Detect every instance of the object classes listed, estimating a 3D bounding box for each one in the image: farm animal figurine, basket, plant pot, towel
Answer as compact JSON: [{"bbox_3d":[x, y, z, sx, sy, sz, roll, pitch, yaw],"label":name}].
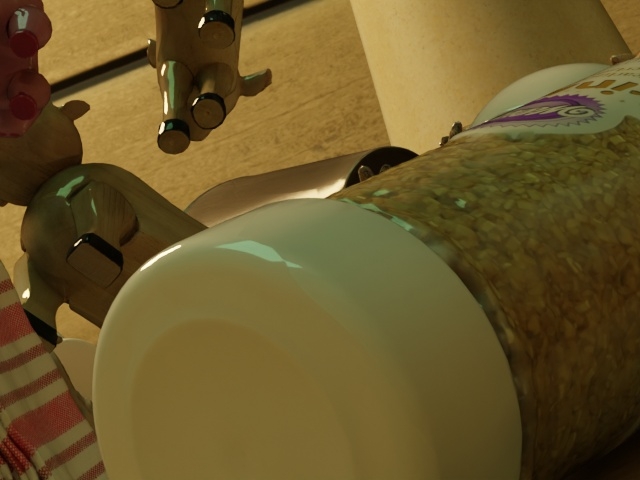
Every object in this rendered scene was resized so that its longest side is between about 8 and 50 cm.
[{"bbox_3d":[-0.131,-0.030,1.132,0.330,0.327,0.172,-27,27,17],"label":"farm animal figurine"},{"bbox_3d":[0.000,0.000,1.709,0.204,0.154,0.227,-26,6,-37],"label":"basket"},{"bbox_3d":[0.184,-0.177,1.985,0.334,0.305,0.334,-23,1,1],"label":"plant pot"},{"bbox_3d":[-0.150,0.059,0.922,0.029,0.197,0.144,-29,1,5],"label":"towel"}]

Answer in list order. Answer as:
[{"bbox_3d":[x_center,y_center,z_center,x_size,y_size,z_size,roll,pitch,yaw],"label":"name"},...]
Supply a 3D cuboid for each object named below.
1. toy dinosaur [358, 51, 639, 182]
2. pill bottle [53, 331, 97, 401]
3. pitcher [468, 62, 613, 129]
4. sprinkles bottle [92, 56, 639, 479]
[{"bbox_3d":[0.134,-0.030,1.266,0.296,0.127,0.200,-27,0,32],"label":"toy dinosaur"},{"bbox_3d":[-0.251,0.119,1.425,0.221,0.124,0.124,-4,16,47],"label":"pill bottle"},{"bbox_3d":[0.139,-0.014,1.032,0.178,0.125,0.207,-45,-19,25],"label":"pitcher"},{"bbox_3d":[0.083,0.010,0.648,0.121,0.121,0.355,-22,2,40],"label":"sprinkles bottle"}]
